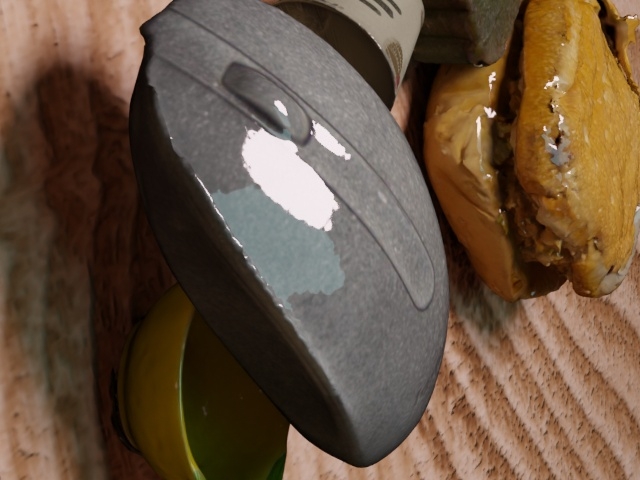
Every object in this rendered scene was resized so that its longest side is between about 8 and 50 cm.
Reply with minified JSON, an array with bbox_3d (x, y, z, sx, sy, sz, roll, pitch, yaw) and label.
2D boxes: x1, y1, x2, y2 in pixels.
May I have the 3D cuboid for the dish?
[{"bbox_3d":[-0.084,0.103,1.133,0.149,0.080,0.207,8,81,-60],"label":"dish"}]

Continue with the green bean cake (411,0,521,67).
[{"bbox_3d":[0.109,-0.261,1.464,0.173,0.094,0.181,64,37,-39],"label":"green bean cake"}]

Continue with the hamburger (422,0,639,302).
[{"bbox_3d":[0.214,-0.093,1.590,0.319,0.158,0.318,2,88,-61],"label":"hamburger"}]

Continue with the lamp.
[{"bbox_3d":[-0.007,-0.118,1.236,0.214,0.121,0.121,-50,133,-37],"label":"lamp"}]

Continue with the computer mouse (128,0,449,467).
[{"bbox_3d":[0.003,-0.001,1.098,0.374,0.114,0.203,59,43,-39],"label":"computer mouse"}]
